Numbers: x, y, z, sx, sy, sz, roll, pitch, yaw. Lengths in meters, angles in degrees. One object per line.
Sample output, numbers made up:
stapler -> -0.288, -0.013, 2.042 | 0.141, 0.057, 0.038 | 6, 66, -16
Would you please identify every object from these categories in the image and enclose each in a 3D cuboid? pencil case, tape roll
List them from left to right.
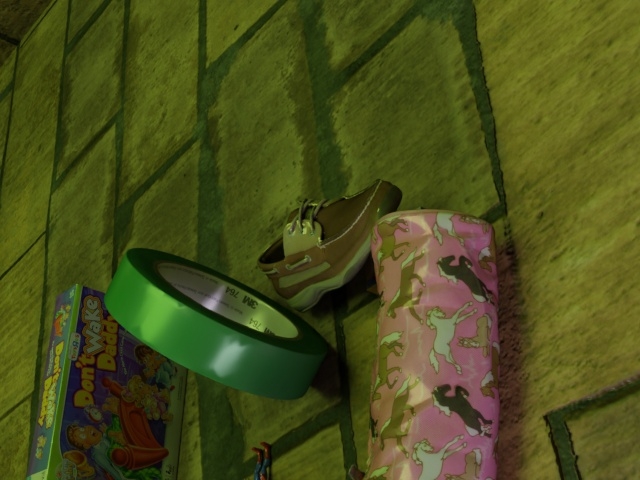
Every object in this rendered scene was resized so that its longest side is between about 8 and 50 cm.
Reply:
tape roll -> -0.148, 0.116, 1.551 | 0.077, 0.321, 0.321 | -63, 34, 7
pencil case -> 0.129, 0.151, 1.297 | 0.160, 0.167, 0.386 | 100, 176, -66

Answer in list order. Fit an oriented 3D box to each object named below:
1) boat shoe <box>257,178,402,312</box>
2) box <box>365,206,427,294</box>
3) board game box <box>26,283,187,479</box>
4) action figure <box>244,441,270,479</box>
boat shoe -> 0.000, 0.000, 1.522 | 0.324, 0.116, 0.123 | -44, 12, 51
box -> 0.115, 0.012, 1.510 | 0.136, 0.028, 0.081 | -37, 43, 41
board game box -> -0.349, 0.274, 1.823 | 0.078, 0.233, 0.347 | -28, 51, 45
action figure -> -0.089, 0.357, 1.598 | 0.038, 0.030, 0.115 | -33, 49, 34
